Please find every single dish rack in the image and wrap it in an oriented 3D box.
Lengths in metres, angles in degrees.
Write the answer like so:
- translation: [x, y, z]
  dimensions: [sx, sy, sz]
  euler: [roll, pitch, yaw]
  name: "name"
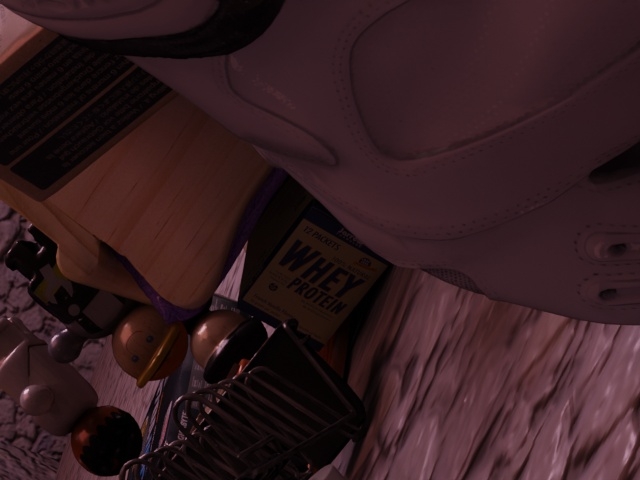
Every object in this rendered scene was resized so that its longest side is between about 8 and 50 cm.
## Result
- translation: [-0.074, 0.144, 0.860]
  dimensions: [0.208, 0.074, 0.271]
  euler: [-53, -8, 9]
  name: "dish rack"

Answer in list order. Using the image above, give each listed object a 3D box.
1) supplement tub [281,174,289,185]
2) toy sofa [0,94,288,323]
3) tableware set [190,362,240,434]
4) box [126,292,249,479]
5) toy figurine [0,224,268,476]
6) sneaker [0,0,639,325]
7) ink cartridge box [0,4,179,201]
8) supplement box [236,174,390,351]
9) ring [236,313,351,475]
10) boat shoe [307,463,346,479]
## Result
- translation: [-0.036, -0.096, 1.400]
  dimensions: [0.106, 0.106, 0.198]
  euler: [-88, 19, -64]
  name: "supplement tub"
- translation: [-0.029, -0.127, 1.086]
  dimensions: [0.363, 0.177, 0.150]
  euler: [-55, -15, 1]
  name: "toy sofa"
- translation: [-0.083, 0.175, 1.129]
  dimensions: [0.194, 0.039, 0.128]
  euler: [-63, -2, 13]
  name: "tableware set"
- translation: [-0.115, 0.169, 1.499]
  dimensions: [0.220, 0.051, 0.175]
  euler: [-84, 15, -59]
  name: "box"
- translation: [-0.115, 0.045, 1.279]
  dimensions: [0.209, 0.148, 0.213]
  euler: [-42, -11, -42]
  name: "toy figurine"
- translation: [0.094, -0.094, 0.474]
  dimensions: [0.365, 0.210, 0.137]
  euler: [-15, 49, 38]
  name: "sneaker"
- translation: [-0.117, -0.167, 0.963]
  dimensions: [0.193, 0.088, 0.235]
  euler: [-35, 44, 21]
  name: "ink cartridge box"
- translation: [0.000, 0.000, 1.062]
  dimensions: [0.083, 0.056, 0.083]
  euler: [-53, 16, 30]
  name: "supplement box"
- translation: [-0.052, 0.170, 1.162]
  dimensions: [0.336, 0.032, 0.337]
  euler: [-161, 90, -83]
  name: "ring"
- translation: [-0.027, 0.195, 0.764]
  dimensions: [0.114, 0.091, 0.302]
  euler: [-43, -11, -35]
  name: "boat shoe"
